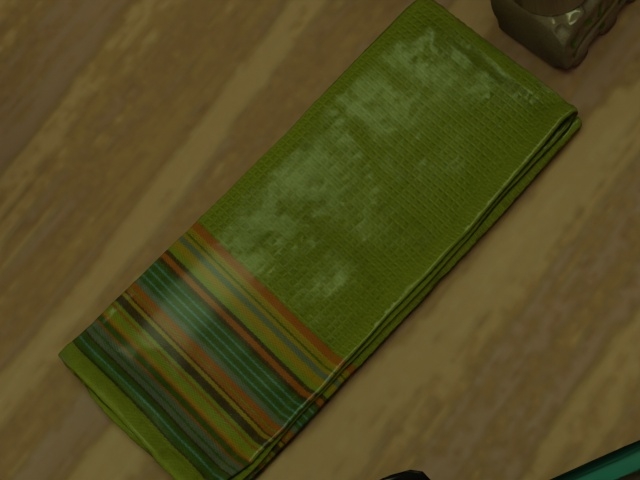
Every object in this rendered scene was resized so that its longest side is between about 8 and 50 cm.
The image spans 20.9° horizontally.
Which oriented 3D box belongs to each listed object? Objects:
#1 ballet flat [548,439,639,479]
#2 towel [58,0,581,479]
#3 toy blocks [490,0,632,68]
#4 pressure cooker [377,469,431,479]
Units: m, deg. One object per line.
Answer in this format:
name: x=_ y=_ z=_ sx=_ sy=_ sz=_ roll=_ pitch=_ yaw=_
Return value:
ballet flat: x=-0.002 y=0.178 z=0.652 sx=0.348 sy=0.123 sz=0.123 roll=-19 pitch=68 yaw=2
towel: x=0.000 y=0.000 z=0.759 sx=0.102 sy=0.021 sz=0.237 roll=41 pitch=81 yaw=19
toy blocks: x=0.164 y=-0.214 z=0.682 sx=0.309 sy=0.260 sz=0.288 roll=38 pitch=80 yaw=20
pressure cooker: x=0.043 y=0.267 z=0.390 sx=0.370 sy=0.375 sz=0.420 roll=-49 pitch=62 yaw=7
